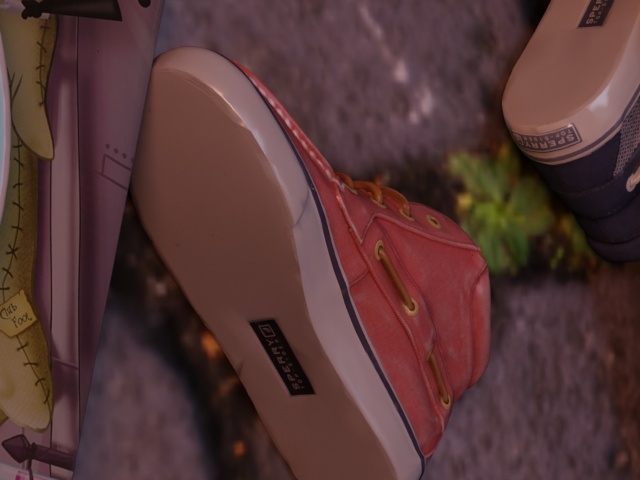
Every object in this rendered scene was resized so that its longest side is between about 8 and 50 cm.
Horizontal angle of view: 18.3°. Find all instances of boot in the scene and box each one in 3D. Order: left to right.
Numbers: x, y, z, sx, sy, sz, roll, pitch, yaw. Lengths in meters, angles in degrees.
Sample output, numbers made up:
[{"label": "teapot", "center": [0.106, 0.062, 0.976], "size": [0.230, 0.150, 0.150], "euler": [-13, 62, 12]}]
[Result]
[{"label": "boot", "center": [0.140, -0.084, 0.825], "size": [0.190, 0.069, 0.086], "euler": [-57, 131, -27]}]

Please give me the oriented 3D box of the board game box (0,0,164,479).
[{"label": "board game box", "center": [-0.141, -0.027, 0.520], "size": [0.208, 0.056, 0.346], "euler": [23, 67, -38]}]

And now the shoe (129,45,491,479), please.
[{"label": "shoe", "center": [0.000, 0.000, 0.658], "size": [0.081, 0.063, 0.178], "euler": [-50, 125, -41]}]

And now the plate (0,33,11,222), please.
[{"label": "plate", "center": [-0.152, -0.036, 0.459], "size": [0.188, 0.024, 0.188], "euler": [8, 79, -46]}]
